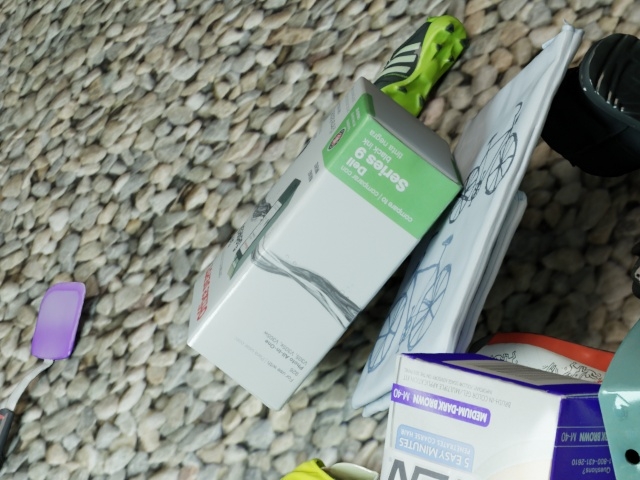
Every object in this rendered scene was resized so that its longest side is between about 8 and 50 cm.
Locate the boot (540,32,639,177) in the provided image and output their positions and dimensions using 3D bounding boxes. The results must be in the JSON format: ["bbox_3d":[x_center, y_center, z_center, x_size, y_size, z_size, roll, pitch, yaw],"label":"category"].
[{"bbox_3d":[0.316,-0.092,1.734,0.094,0.246,0.207,-58,3,-9],"label":"boot"}]

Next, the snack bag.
[{"bbox_3d":[0.135,-0.008,1.755,0.323,0.037,0.343,133,160,-72],"label":"snack bag"}]

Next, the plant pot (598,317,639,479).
[{"bbox_3d":[0.319,0.119,1.413,0.165,0.165,0.234,-4,14,43],"label":"plant pot"}]

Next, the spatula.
[{"bbox_3d":[-0.352,0.183,2.219,0.084,0.030,0.296,0,58,46],"label":"spatula"}]

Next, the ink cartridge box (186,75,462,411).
[{"bbox_3d":[0.000,0.000,1.870,0.289,0.121,0.211,-51,10,11],"label":"ink cartridge box"}]

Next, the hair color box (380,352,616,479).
[{"bbox_3d":[0.133,0.269,1.487,0.185,0.110,0.339,11,96,49],"label":"hair color box"}]

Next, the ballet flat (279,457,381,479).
[{"bbox_3d":[0.043,0.250,1.744,0.077,0.077,0.231,-43,32,-22],"label":"ballet flat"}]

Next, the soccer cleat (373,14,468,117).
[{"bbox_3d":[0.092,-0.177,2.085,0.179,0.060,0.072,-49,27,-11],"label":"soccer cleat"}]

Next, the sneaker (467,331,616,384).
[{"bbox_3d":[0.208,0.167,1.634,0.270,0.090,0.145,7,60,44],"label":"sneaker"}]

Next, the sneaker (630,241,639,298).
[{"bbox_3d":[0.314,0.045,1.663,0.074,0.063,0.170,-30,36,22],"label":"sneaker"}]
